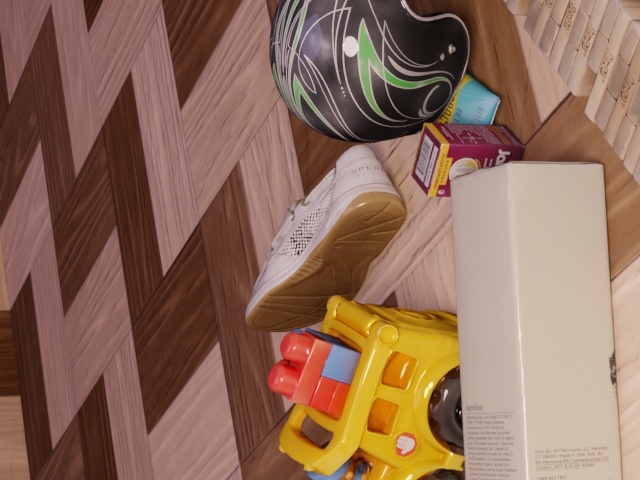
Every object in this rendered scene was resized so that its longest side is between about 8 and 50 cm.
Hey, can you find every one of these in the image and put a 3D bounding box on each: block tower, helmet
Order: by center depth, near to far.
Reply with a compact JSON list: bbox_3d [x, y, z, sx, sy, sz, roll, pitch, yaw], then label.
[{"bbox_3d":[0.235,-0.140,1.370,0.335,0.097,0.091,-119,36,-47],"label":"block tower"},{"bbox_3d":[0.033,-0.173,1.672,0.169,0.161,0.169,-18,65,46],"label":"helmet"}]

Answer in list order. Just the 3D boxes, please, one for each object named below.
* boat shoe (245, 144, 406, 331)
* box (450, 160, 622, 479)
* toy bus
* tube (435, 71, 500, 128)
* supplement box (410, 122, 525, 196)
[{"bbox_3d":[0.000,0.000,1.936,0.277,0.098,0.096,-48,46,45],"label":"boat shoe"},{"bbox_3d":[0.174,0.077,1.518,0.113,0.094,0.275,169,101,-66],"label":"box"},{"bbox_3d":[0.036,0.159,1.666,0.149,0.211,0.220,28,101,60],"label":"toy bus"},{"bbox_3d":[0.109,-0.143,1.739,0.207,0.052,0.080,51,141,48],"label":"tube"},{"bbox_3d":[0.128,-0.070,1.635,0.043,0.083,0.055,-124,40,-52],"label":"supplement box"}]
